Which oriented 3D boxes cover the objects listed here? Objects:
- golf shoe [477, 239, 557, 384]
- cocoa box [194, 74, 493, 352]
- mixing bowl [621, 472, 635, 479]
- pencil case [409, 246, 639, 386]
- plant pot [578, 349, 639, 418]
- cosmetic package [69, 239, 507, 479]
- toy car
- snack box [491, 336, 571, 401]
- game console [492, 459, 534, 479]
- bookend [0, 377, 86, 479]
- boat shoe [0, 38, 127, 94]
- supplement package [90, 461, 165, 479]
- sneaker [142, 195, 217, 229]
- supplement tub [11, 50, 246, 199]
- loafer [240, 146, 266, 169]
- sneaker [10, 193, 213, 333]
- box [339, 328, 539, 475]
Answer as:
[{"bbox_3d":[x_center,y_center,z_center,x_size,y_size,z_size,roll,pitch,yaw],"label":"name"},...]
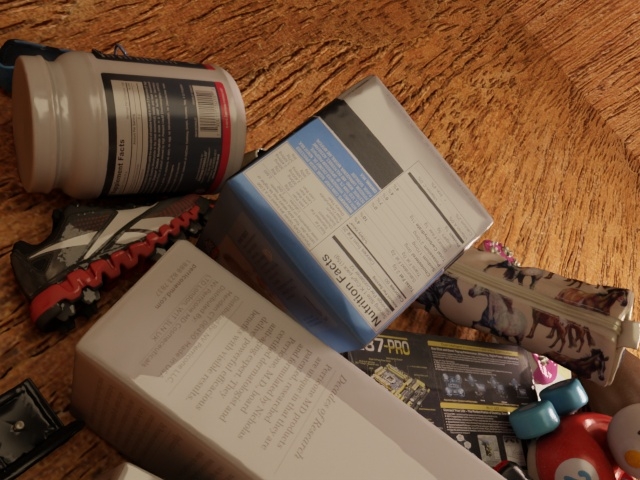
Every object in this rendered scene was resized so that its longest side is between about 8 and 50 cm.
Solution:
[{"bbox_3d":[0.363,0.152,1.161,0.115,0.140,0.306,16,47,-40],"label":"golf shoe"},{"bbox_3d":[0.000,0.000,0.772,0.228,0.347,0.231,-40,91,-23],"label":"cocoa box"},{"bbox_3d":[0.533,0.523,1.087,0.181,0.098,0.181,22,49,-28],"label":"mixing bowl"},{"bbox_3d":[0.324,0.100,1.005,0.183,0.410,0.159,23,88,-62],"label":"pencil case"},{"bbox_3d":[0.677,0.351,1.275,0.215,0.215,0.230,7,43,-37],"label":"plant pot"},{"bbox_3d":[-0.038,0.231,0.636,0.453,0.230,0.161,37,52,0],"label":"cosmetic package"},{"bbox_3d":[0.455,0.317,0.874,0.210,0.238,0.219,-12,73,-43],"label":"toy car"},{"bbox_3d":[0.452,0.227,1.249,0.187,0.060,0.322,36,45,-17],"label":"snack box"},{"bbox_3d":[0.280,0.544,0.770,0.386,0.060,0.342,45,75,-8],"label":"game console"},{"bbox_3d":[-0.355,0.180,0.584,0.156,0.072,0.157,53,42,3],"label":"bookend"},{"bbox_3d":[-0.337,-0.254,0.874,0.258,0.109,0.089,9,54,-39],"label":"boat shoe"},{"bbox_3d":[-0.178,0.375,0.505,0.198,0.199,0.262,35,46,-17],"label":"supplement package"},{"bbox_3d":[-0.197,-0.054,0.891,0.158,0.061,0.065,-11,64,-45],"label":"sneaker"},{"bbox_3d":[-0.257,-0.153,0.796,0.272,0.191,0.191,-5,66,-34],"label":"supplement tub"},{"bbox_3d":[-0.045,-0.069,1.007,0.251,0.087,0.094,33,45,-18],"label":"loafer"},{"bbox_3d":[-0.264,-0.006,0.748,0.276,0.097,0.135,-36,85,-35],"label":"sneaker"},{"bbox_3d":[0.195,0.311,0.919,0.395,0.097,0.318,11,60,-28],"label":"box"}]
